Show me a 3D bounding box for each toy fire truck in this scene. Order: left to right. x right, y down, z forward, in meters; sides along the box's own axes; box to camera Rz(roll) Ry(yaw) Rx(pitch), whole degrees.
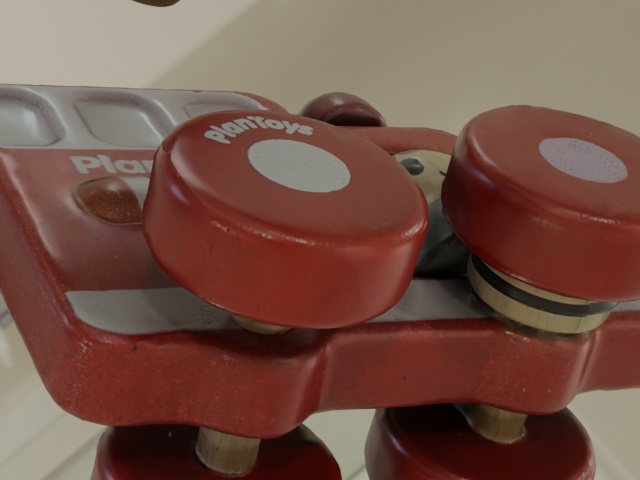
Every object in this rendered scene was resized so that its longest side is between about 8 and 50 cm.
[{"bbox_3d":[0.000,0.000,0.661,0.254,0.302,0.169,53,-43,47],"label":"toy fire truck"}]

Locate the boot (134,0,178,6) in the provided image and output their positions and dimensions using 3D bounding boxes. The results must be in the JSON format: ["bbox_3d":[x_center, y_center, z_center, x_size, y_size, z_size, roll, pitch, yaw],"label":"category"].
[{"bbox_3d":[-0.097,-0.185,0.638,0.197,0.152,0.073,32,-39,3],"label":"boot"}]
